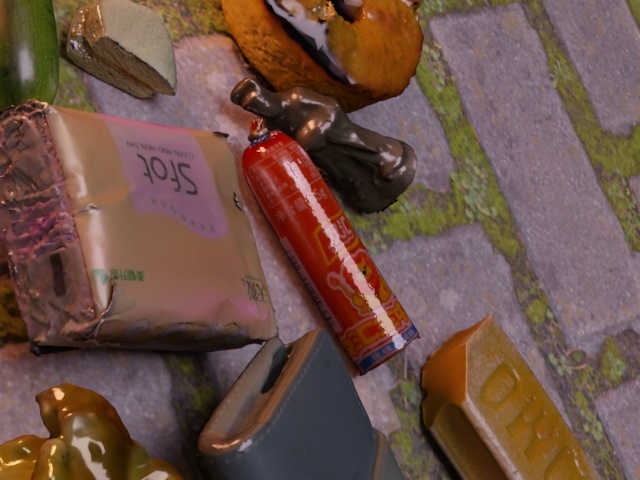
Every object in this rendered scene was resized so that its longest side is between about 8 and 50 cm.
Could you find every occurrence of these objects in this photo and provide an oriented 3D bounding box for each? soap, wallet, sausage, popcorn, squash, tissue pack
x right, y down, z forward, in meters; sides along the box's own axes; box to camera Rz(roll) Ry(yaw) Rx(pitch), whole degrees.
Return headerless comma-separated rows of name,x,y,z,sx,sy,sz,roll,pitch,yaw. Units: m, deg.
soap,0.195,0.208,1.748,0.232,0.073,0.140,56,35,-4
wallet,0.024,0.266,1.453,0.360,0.083,0.252,66,24,-17
sausage,0.000,0.000,1.666,0.074,0.074,0.274,-34,93,-51
popcorn,-0.177,0.236,1.208,0.206,0.237,0.251,0,100,-34
squash,-0.294,-0.267,1.489,0.101,0.101,0.379,5,64,-46
tissue pack,-0.164,-0.002,1.448,0.256,0.123,0.215,7,64,-58

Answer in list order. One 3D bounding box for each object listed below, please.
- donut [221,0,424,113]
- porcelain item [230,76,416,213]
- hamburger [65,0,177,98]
donut,0.002,-0.252,1.785,0.253,0.118,0.253,25,53,-38
porcelain item,0.000,-0.110,1.723,0.215,0.081,0.069,31,40,-31
hamburger,-0.184,-0.192,1.600,0.121,0.054,0.084,31,44,-35
